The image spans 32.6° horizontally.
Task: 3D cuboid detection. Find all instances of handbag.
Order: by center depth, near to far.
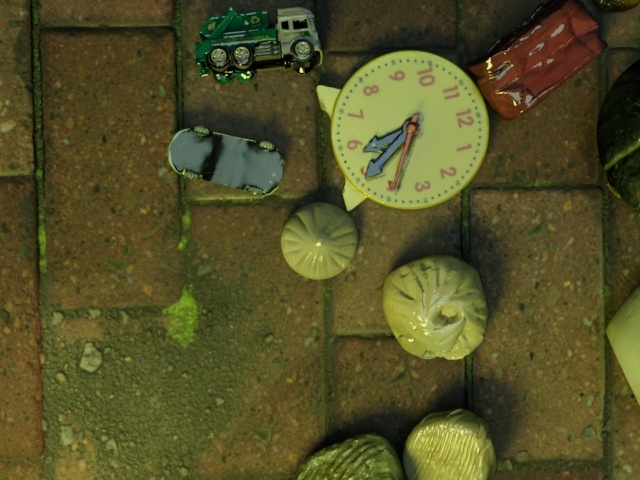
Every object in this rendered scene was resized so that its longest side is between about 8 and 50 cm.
[{"bbox_3d":[0.368,-0.315,1.869,0.225,0.146,0.135,-37,98,0],"label":"handbag"}]

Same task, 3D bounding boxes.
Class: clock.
[{"bbox_3d":[0.152,-0.191,1.903,0.293,0.071,0.277,-20,92,-1],"label":"clock"}]

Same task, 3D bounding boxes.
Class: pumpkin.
[{"bbox_3d":[0.625,-0.174,1.830,0.323,0.241,0.323,0,76,2],"label":"pumpkin"}]

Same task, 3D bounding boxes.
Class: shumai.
[{"bbox_3d":[0.063,0.477,1.899,0.225,0.222,0.261,-1,59,24],"label":"shumai"}]

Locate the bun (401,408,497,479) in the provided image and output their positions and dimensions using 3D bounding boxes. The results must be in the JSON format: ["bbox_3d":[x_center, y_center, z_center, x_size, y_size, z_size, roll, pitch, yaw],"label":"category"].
[{"bbox_3d":[0.232,0.368,1.901,0.173,0.113,0.167,-39,87,23],"label":"bun"}]

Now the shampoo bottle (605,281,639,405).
[{"bbox_3d":[0.649,0.177,1.803,0.317,0.322,0.322,-36,92,8],"label":"shampoo bottle"}]

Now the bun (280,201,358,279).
[{"bbox_3d":[0.000,0.000,1.896,0.138,0.094,0.138,0,90,-4],"label":"bun"}]

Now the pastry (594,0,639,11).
[{"bbox_3d":[0.524,-0.451,1.913,0.097,0.057,0.109,36,88,3],"label":"pastry"}]

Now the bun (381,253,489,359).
[{"bbox_3d":[0.202,0.122,1.887,0.178,0.128,0.193,-14,94,-2],"label":"bun"}]

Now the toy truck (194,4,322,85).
[{"bbox_3d":[-0.109,-0.342,1.878,0.215,0.110,0.116,-7,81,-1],"label":"toy truck"}]

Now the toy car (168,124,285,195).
[{"bbox_3d":[-0.163,-0.139,1.905,0.204,0.056,0.095,13,92,2],"label":"toy car"}]
